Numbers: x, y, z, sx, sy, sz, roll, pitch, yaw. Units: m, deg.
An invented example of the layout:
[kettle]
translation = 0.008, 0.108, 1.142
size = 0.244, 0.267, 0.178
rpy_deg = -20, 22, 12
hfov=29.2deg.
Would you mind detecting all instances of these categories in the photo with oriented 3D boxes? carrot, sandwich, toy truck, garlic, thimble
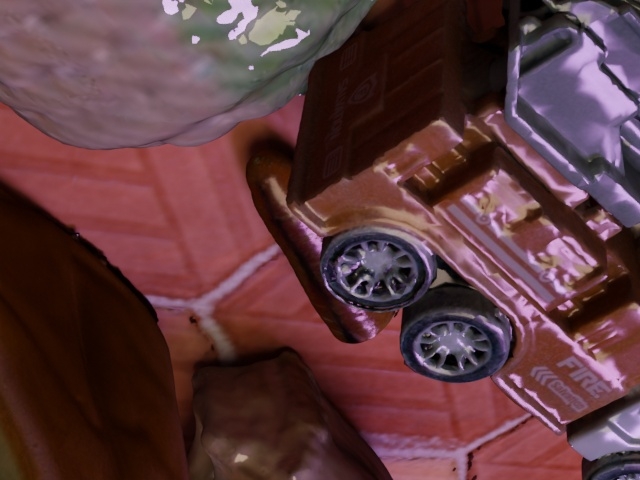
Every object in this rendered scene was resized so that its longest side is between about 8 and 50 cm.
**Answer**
[carrot]
translation = 0.000, 0.000, 0.674
size = 0.048, 0.048, 0.139
rpy_deg = -24, 132, 9
[sandwich]
translation = -0.186, 0.090, 0.607
size = 0.155, 0.198, 0.227
rpy_deg = -31, 132, 16
[toy truck]
translation = 0.156, 0.011, 0.606
size = 0.184, 0.133, 0.338
rpy_deg = -33, 121, 32
[garlic]
translation = -0.053, 0.268, 0.790
size = 0.246, 0.231, 0.340
rpy_deg = 30, 114, -38
[thimble]
translation = -0.066, -0.140, 0.411
size = 0.219, 0.219, 0.150
rpy_deg = -32, 135, 16
